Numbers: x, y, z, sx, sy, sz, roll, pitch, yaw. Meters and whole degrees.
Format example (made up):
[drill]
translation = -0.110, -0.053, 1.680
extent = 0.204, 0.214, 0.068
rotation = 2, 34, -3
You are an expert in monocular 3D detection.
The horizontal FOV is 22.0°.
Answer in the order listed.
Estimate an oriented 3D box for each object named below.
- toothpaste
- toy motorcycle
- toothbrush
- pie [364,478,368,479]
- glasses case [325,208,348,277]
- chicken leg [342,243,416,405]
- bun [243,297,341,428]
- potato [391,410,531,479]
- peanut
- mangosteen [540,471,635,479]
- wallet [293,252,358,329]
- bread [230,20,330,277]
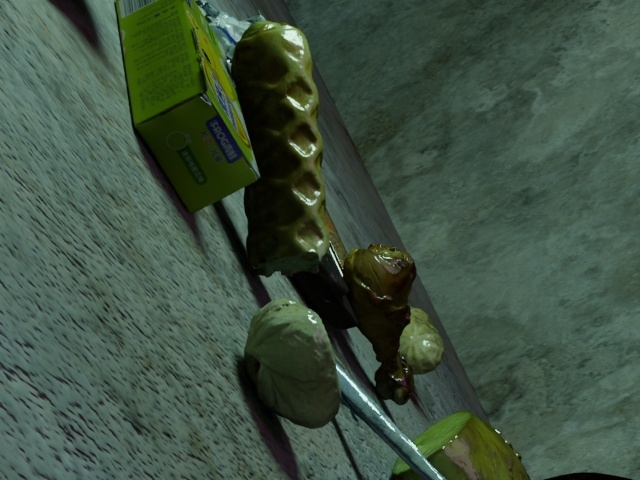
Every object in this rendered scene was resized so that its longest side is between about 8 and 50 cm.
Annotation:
[toothpaste]
translation = -0.136, -0.157, 1.623
extent = 0.110, 0.077, 0.327
rotation = 61, 6, -31
[toy motorcycle]
translation = -0.115, -0.248, 2.158
extent = 0.150, 0.102, 0.221
rotation = 35, 16, -28
[toothbrush]
translation = 0.110, 0.239, 1.664
extent = 0.413, 0.042, 0.035
rotation = 45, -14, 26
[pie]
translation = 0.089, 0.307, 1.656
extent = 0.092, 0.034, 0.170
rotation = 62, 4, 36
[glasses case]
translation = 0.000, 0.000, 2.196
extent = 0.218, 0.049, 0.075
rotation = 65, 6, 26
[chicken leg]
translation = 0.081, 0.108, 2.109
extent = 0.107, 0.087, 0.251
rotation = -48, 139, -43
[bun]
translation = -0.028, 0.107, 1.399
extent = 0.115, 0.069, 0.115
rotation = 165, -90, -79
[potato]
translation = 0.173, 0.287, 1.952
extent = 0.176, 0.141, 0.298
rotation = 54, 2, 24
[peanut]
translation = 0.142, 0.155, 2.568
extent = 0.093, 0.083, 0.194
rotation = 25, 10, -11
[mangosteen]
translation = 0.306, 0.404, 1.795
extent = 0.300, 0.300, 0.300
rotation = 61, 6, -11
[wallet]
translation = -0.029, -0.013, 2.033
extent = 0.182, 0.049, 0.229
rotation = 54, 8, -39
[bread]
translation = -0.042, -0.098, 1.703
extent = 0.098, 0.087, 0.269
rotation = 114, -29, -78
